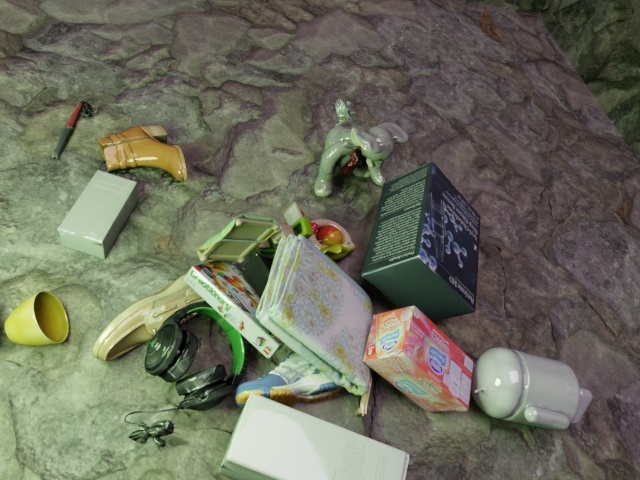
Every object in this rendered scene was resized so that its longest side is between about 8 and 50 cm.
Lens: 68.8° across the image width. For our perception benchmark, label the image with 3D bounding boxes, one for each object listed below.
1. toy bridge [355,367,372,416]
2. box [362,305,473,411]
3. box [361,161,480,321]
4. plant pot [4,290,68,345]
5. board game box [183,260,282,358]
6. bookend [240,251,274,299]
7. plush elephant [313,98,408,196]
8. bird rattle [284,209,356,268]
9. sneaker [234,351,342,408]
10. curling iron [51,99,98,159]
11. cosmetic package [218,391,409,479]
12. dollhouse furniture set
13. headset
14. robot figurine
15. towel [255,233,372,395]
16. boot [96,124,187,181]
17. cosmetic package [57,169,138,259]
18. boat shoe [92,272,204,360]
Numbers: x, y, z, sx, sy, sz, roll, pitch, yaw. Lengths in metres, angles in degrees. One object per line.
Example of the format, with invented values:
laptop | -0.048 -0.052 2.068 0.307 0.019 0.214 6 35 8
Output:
toy bridge | 0.123 0.393 1.298 0.026 0.063 0.188 14 53 -9
box | 0.271 0.329 1.266 0.300 0.142 0.154 42 48 -26
box | 0.331 0.009 1.475 0.293 0.212 0.395 40 48 -27
plant pot | -0.695 0.201 1.130 0.095 0.134 0.134 -21 63 -3
board game box | -0.206 0.173 1.272 0.305 0.053 0.193 41 13 7
bookend | -0.125 0.122 1.358 0.157 0.072 0.156 52 17 26
plush elephant | 0.151 -0.301 1.597 0.272 0.330 0.255 -21 35 -36
bird rattle | 0.000 0.000 1.525 0.207 0.143 0.253 -16 49 -40
sneaker | -0.089 0.365 1.232 0.296 0.112 0.131 1 48 -29
curling iron | -0.811 -0.370 1.534 0.068 0.035 0.274 17 53 -7
cosmetic package | -0.025 0.512 1.074 0.385 0.217 0.156 25 53 -3
dollhouse furniture set | -0.201 -0.043 1.340 0.301 0.197 0.151 5 52 -49
headset | -0.299 0.304 1.104 0.243 0.185 0.394 53 38 -13
robot figurine | 0.586 0.423 1.346 0.353 0.200 0.300 14 15 -9
towel | 0.004 0.191 1.263 0.374 0.090 0.320 42 34 -22
boot | -0.567 -0.266 1.494 0.220 0.109 0.283 -22 64 -31
cosmetic package | -0.634 -0.077 1.350 0.127 0.107 0.238 19 55 -5
boat shoe | -0.417 0.206 1.211 0.110 0.121 0.341 42 53 13
